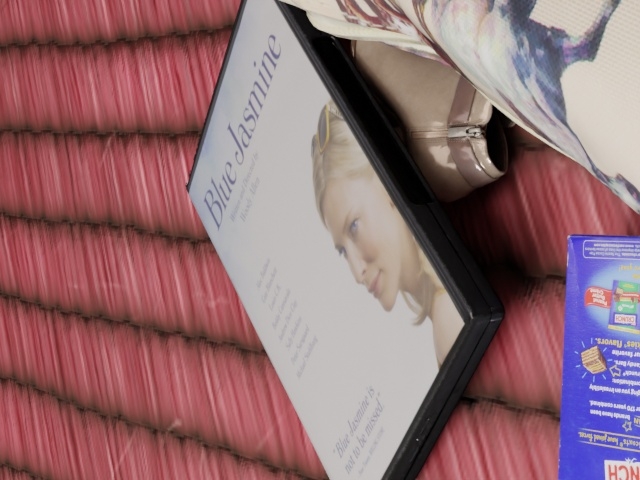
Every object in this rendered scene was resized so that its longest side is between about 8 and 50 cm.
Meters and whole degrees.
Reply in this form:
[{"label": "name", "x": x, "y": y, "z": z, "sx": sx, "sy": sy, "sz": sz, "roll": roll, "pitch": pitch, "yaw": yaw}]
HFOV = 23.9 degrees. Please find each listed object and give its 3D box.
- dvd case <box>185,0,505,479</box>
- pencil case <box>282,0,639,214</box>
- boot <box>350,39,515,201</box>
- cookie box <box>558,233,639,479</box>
[{"label": "dvd case", "x": 0.000, "y": 0.000, "z": 0.781, "sx": 0.253, "sy": 0.022, "sz": 0.180, "roll": 61, "pitch": 147, "yaw": 34}, {"label": "pencil case", "x": 0.126, "y": -0.086, "z": 0.549, "sx": 0.183, "sy": 0.160, "sz": 0.410, "roll": -55, "pitch": 45, "yaw": 6}, {"label": "boot", "x": 0.059, "y": -0.077, "z": 0.737, "sx": 0.087, "sy": 0.042, "sz": 0.118, "roll": -6, "pitch": 84, "yaw": 45}, {"label": "cookie box", "x": 0.143, "y": 0.052, "z": 0.616, "sx": 0.092, "sy": 0.040, "sz": 0.107, "roll": 3, "pitch": 89, "yaw": 51}]
